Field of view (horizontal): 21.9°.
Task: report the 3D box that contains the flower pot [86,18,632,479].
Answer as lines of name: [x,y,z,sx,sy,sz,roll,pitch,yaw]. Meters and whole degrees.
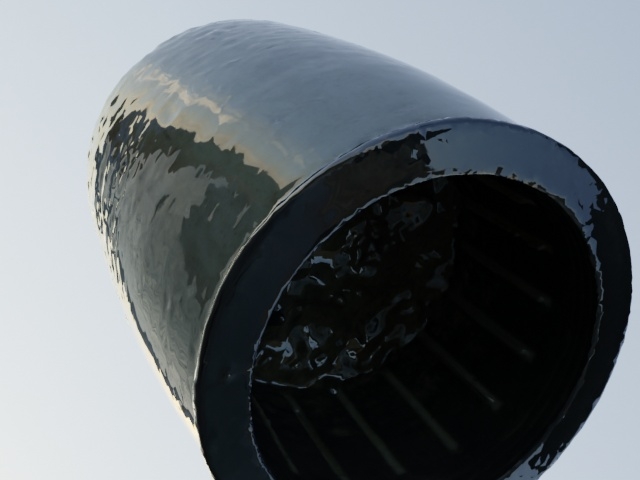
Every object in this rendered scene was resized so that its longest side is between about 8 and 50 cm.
flower pot: [0.000,0.000,1.102,0.330,0.293,0.294,47,-26,54]
